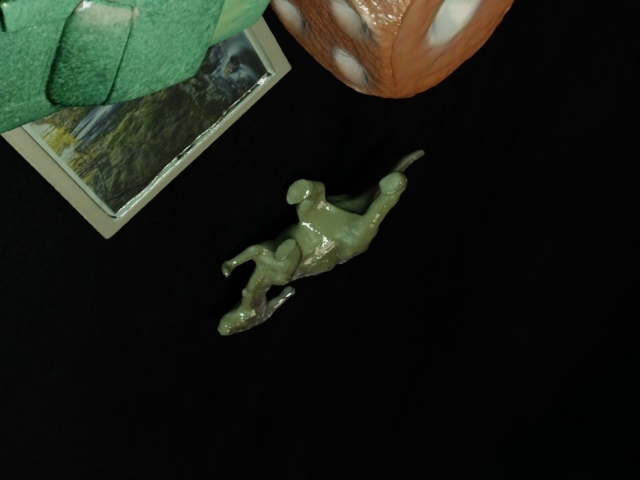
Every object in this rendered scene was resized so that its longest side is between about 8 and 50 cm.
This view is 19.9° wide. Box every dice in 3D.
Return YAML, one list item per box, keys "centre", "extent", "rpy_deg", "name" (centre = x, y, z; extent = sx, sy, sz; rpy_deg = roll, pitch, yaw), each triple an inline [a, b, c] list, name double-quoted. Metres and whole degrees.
- centre: [0.054, -0.238, 1.509]
  extent: [0.175, 0.179, 0.174]
  rpy_deg: [-44, 158, -16]
  name: "dice"

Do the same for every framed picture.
- centre: [-0.149, -0.135, 1.532]
  extent: [0.240, 0.020, 0.324]
  rpy_deg: [-43, 159, -5]
  name: "framed picture"

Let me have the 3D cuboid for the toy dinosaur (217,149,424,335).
- centre: [-0.005, -0.005, 1.963]
  extent: [0.294, 0.077, 0.162]
  rpy_deg: [-32, 164, 4]
  name: "toy dinosaur"

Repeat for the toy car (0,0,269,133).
- centre: [-0.136, -0.167, 1.319]
  extent: [0.320, 0.097, 0.141]
  rpy_deg: [-29, 152, -44]
  name: "toy car"
